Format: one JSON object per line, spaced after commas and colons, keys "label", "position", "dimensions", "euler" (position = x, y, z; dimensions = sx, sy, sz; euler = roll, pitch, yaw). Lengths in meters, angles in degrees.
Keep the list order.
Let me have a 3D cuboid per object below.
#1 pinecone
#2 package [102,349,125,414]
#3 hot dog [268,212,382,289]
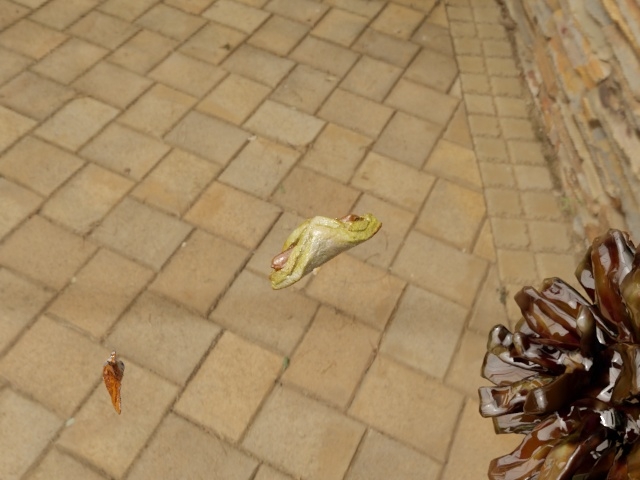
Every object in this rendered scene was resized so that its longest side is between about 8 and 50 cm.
{"label": "pinecone", "position": [0.326, 0.154, 0.537], "dimensions": [0.397, 0.398, 0.398], "euler": [3, 50, -3]}
{"label": "package", "position": [-0.322, 0.213, 0.911], "dimensions": [0.032, 0.077, 0.110], "euler": [10, 9, -21]}
{"label": "hot dog", "position": [-0.001, -0.001, 0.761], "dimensions": [0.168, 0.078, 0.061], "euler": [-31, 100, -10]}
